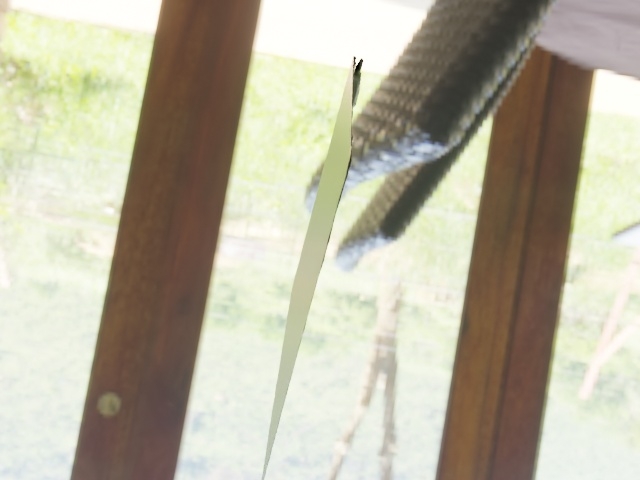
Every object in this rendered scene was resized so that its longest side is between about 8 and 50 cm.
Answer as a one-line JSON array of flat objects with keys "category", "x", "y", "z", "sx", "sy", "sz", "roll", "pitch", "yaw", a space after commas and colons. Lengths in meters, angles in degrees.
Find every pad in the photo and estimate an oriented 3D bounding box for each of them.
[{"category": "pad", "x": -0.001, "y": 0.000, "z": 0.589, "sx": 0.009, "sy": 0.159, "sz": 0.265, "roll": 15, "pitch": -162, "yaw": -3}]
